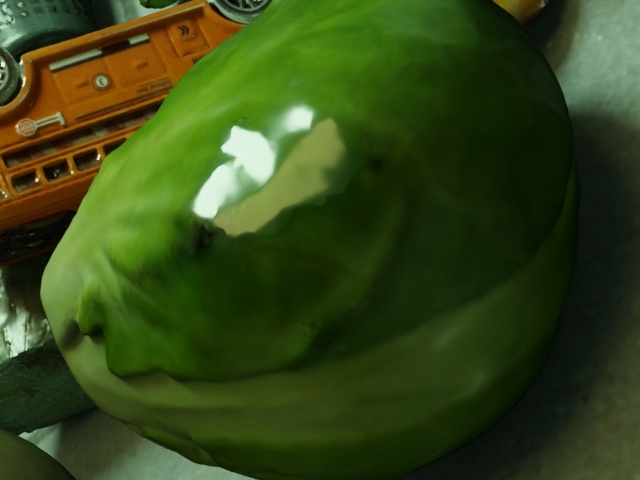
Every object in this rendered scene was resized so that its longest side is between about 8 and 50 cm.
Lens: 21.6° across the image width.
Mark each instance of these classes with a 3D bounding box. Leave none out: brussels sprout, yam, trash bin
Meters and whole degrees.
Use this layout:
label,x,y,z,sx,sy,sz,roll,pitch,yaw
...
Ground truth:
label,x,y,z,sx,sy,sz,roll,pitch,yaw
brussels sprout,0.000,0.000,1.085,0.371,0.276,0.314,-40,45,13
yam,-0.216,0.025,1.382,0.154,0.154,0.254,-24,53,33
trash bin,-0.283,-0.203,1.585,0.175,0.175,0.161,-41,56,19

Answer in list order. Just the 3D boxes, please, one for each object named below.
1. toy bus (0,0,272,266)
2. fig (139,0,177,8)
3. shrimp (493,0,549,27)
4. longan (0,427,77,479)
label,x,y,z,sx,sy,sz,roll,pitch,yaw
toy bus,-0.149,-0.095,1.303,0.153,0.329,0.143,62,157,16
fig,-0.127,-0.281,1.505,0.156,0.123,0.123,-55,38,33
shrimp,0.066,-0.209,1.267,0.249,0.068,0.150,25,48,31
longan,-0.302,0.281,1.219,0.319,0.319,0.318,-23,52,33
